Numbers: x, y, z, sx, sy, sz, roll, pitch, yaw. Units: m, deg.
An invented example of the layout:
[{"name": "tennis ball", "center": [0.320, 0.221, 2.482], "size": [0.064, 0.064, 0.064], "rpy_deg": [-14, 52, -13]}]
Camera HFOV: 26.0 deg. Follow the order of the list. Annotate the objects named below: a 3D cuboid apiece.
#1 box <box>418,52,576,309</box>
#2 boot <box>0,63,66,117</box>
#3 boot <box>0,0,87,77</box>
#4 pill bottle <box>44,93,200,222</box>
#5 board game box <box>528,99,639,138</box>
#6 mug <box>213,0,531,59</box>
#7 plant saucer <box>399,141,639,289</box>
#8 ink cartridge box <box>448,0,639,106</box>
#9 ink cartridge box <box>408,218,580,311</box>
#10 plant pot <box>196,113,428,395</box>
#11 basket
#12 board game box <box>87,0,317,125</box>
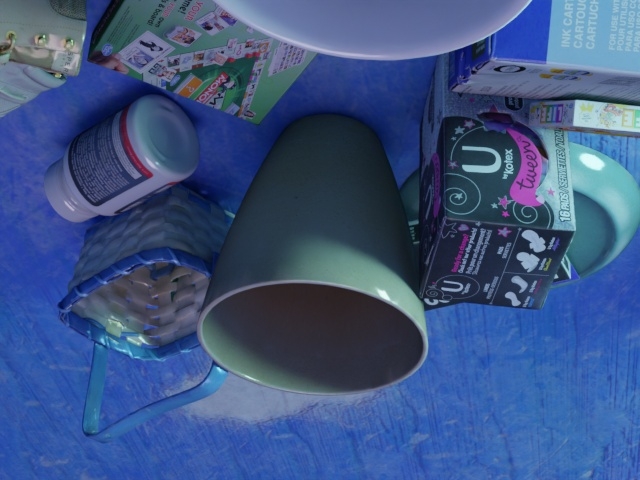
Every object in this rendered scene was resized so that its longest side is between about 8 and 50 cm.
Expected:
[{"name": "box", "center": [0.184, -0.073, 1.508], "size": [0.142, 0.247, 0.163], "rpy_deg": [4, 145, -4]}, {"name": "boot", "center": [-0.383, -0.230, 1.483], "size": [0.123, 0.095, 0.258], "rpy_deg": [-21, 146, 19]}, {"name": "boot", "center": [-0.340, -0.187, 1.381], "size": [0.203, 0.262, 0.095], "rpy_deg": [16, 154, -21]}, {"name": "pill bottle", "center": [-0.240, -0.090, 1.641], "size": [0.180, 0.108, 0.108], "rpy_deg": [-25, 137, 34]}, {"name": "board game box", "center": [0.303, -0.121, 1.409], "size": [0.154, 0.026, 0.103], "rpy_deg": [4, -178, -16]}, {"name": "mug", "center": [0.090, -0.352, 1.017], "size": [0.374, 0.328, 0.276], "rpy_deg": [-6, 148, 25]}, {"name": "plant saucer", "center": [0.250, -0.017, 1.767], "size": [0.317, 0.044, 0.318], "rpy_deg": [2, 146, 1]}, {"name": "ink cartridge box", "center": [0.270, -0.209, 1.295], "size": [0.395, 0.151, 0.270], "rpy_deg": [3, 180, -3]}, {"name": "ink cartridge box", "center": [0.205, 0.032, 1.765], "size": [0.206, 0.045, 0.208], "rpy_deg": [-13, 143, 22]}, {"name": "plant pot", "center": [0.000, 0.000, 1.602], "size": [0.256, 0.274, 0.256], "rpy_deg": [3, 146, 2]}, {"name": "basket", "center": [-0.200, 0.090, 1.737], "size": [0.254, 0.289, 0.201], "rpy_deg": [-25, 136, 36]}, {"name": "board game box", "center": [-0.086, -0.255, 1.445], "size": [0.213, 0.046, 0.317], "rpy_deg": [19, 142, -23]}]
